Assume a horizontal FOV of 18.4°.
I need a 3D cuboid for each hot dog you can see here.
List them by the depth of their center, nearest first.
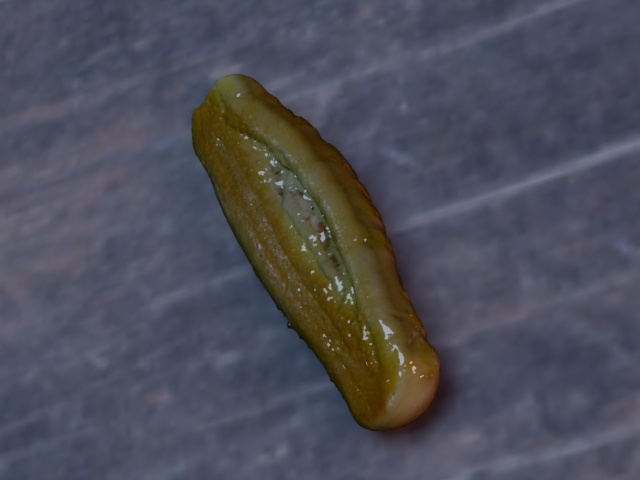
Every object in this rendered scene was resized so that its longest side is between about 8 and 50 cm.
[{"bbox_3d":[0.000,0.000,0.604,0.044,0.028,0.137,-55,47,26],"label":"hot dog"}]
